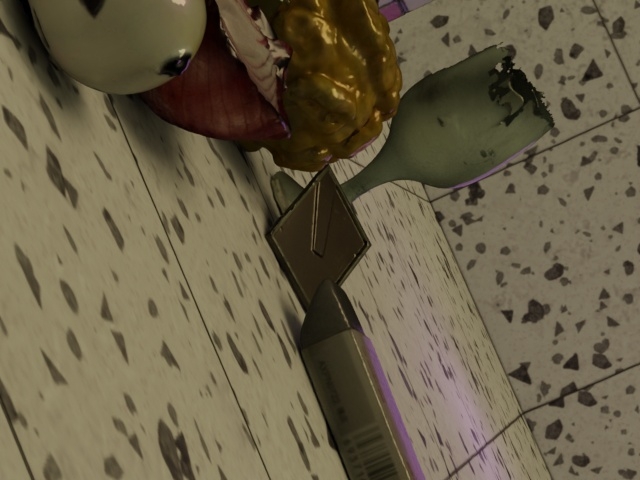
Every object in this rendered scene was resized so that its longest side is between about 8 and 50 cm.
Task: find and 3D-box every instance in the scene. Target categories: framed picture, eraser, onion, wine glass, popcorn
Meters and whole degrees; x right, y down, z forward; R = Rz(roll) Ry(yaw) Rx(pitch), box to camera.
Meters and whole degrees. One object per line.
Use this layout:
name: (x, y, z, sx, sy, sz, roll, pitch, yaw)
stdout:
framed picture: (0.000, 0.000, 1.891, 0.109, 0.011, 0.149, 63, 37, -20)
eraser: (0.057, 0.206, 1.726, 0.352, 0.061, 0.089, 68, 10, 17)
onion: (-0.106, -0.168, 1.550, 0.227, 0.120, 0.283, 67, 12, 19)
wine glass: (0.103, -0.094, 2.002, 0.143, 0.321, 0.143, 56, 10, -16)
popcorn: (-0.022, -0.194, 1.843, 0.190, 0.250, 0.250, -56, 131, -35)

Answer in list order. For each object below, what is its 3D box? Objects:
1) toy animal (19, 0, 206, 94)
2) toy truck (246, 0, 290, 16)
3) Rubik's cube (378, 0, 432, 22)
toy animal: (-0.158, -0.190, 1.299, 0.166, 0.138, 0.179, 36, 32, -31)
toy truck: (-0.047, -0.344, 1.743, 0.127, 0.127, 0.257, 31, 50, -16)
Rubik's cube: (0.100, -0.465, 2.327, 0.253, 0.256, 0.259, 66, 7, 15)
